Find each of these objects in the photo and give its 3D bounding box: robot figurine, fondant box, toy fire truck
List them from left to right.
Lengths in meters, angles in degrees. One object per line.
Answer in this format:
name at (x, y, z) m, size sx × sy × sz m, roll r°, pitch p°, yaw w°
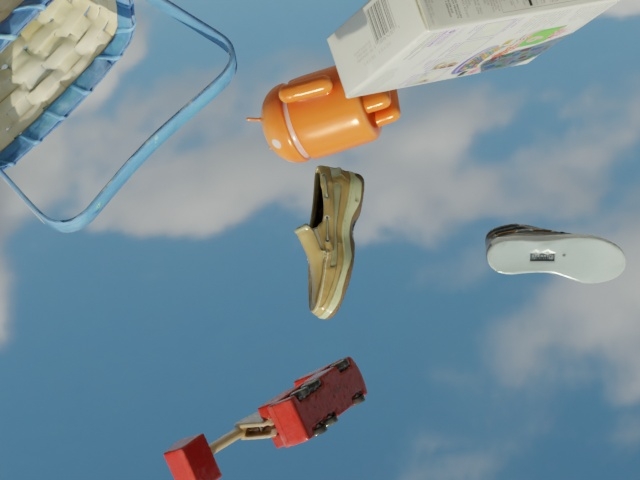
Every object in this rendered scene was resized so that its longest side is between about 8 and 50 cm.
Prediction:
toy fire truck at (-0.049, 0.177, 1.403) m, size 0.135 × 0.047 × 0.192 m, roll -23°, pitch -177°, yaw 30°
robot figurine at (0.007, -0.188, 2.154) m, size 0.219 × 0.128 × 0.158 m, roll -16°, pitch -170°, yaw 16°
fondant box at (0.208, -0.302, 1.974) m, size 0.330 × 0.096 × 0.238 m, roll -13°, pitch 170°, yaw -29°

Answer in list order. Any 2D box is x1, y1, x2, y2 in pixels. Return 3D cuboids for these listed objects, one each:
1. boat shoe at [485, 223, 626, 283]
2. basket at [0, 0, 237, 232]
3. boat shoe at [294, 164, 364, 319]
boat shoe at (0.308, 0.010, 1.921) m, size 0.183 × 0.065 × 0.083 m, roll 5°, pitch -161°, yaw 0°
basket at (-0.260, -0.177, 1.441) m, size 0.289 × 0.201 × 0.255 m, roll 39°, pitch -106°, yaw 21°
boat shoe at (0.000, 0.000, 1.753) m, size 0.072 × 0.190 × 0.068 m, roll 18°, pitch 156°, yaw -23°
